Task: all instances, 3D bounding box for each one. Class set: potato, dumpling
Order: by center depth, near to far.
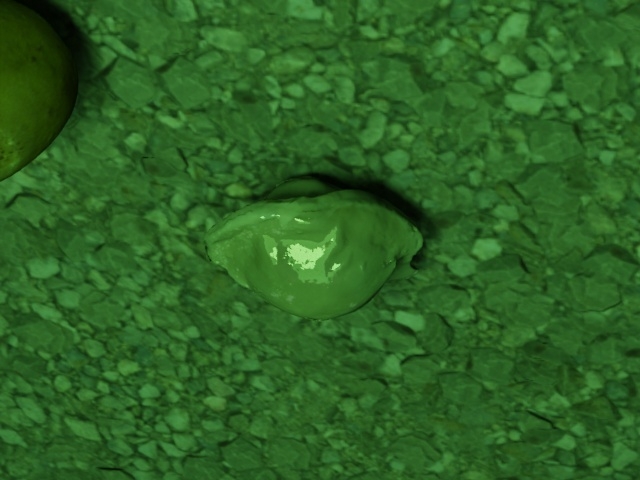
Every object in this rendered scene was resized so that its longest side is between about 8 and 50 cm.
[{"bbox_3d":[-0.287,-0.135,1.677,0.158,0.178,0.203,-12,111,8],"label":"potato"},{"bbox_3d":[0.000,0.000,1.742,0.199,0.118,0.136,6,140,-17],"label":"dumpling"}]
